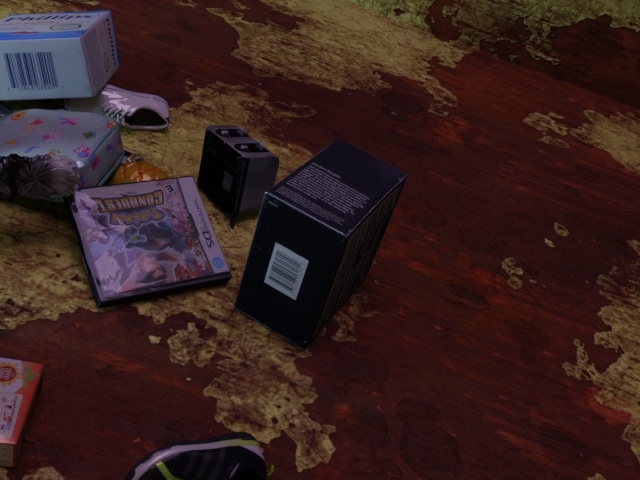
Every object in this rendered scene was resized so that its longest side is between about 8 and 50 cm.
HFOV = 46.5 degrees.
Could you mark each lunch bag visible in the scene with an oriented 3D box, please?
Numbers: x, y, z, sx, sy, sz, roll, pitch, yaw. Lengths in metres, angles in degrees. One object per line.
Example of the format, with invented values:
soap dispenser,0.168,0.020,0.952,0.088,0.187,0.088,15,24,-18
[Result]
lunch bag,-0.574,-0.176,1.561,0.279,0.107,0.224,5,43,11

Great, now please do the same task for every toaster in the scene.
toaster,-0.193,-0.155,1.705,0.110,0.185,0.168,-14,40,-40

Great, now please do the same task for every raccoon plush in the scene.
raccoon plush,-0.717,-0.140,1.429,0.447,0.216,0.299,-1,36,-30

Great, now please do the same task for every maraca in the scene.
maraca,-0.413,-0.125,1.624,0.186,0.099,0.127,10,19,14

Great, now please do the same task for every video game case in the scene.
video game case,-0.341,-0.006,1.485,0.275,0.035,0.248,-10,67,-34

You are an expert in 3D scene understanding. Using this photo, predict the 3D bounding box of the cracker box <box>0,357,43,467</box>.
cracker box,-0.554,0.244,1.116,0.233,0.067,0.155,12,38,-11

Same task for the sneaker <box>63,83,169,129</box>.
sneaker,-0.495,-0.325,1.839,0.258,0.094,0.091,-1,39,-25

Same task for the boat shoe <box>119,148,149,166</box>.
boat shoe,-0.456,-0.193,1.726,0.153,0.048,0.056,26,37,9

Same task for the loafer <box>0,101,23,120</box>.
loafer,-0.708,-0.266,1.704,0.170,0.062,0.061,23,44,21

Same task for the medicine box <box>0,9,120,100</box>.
medicine box,-0.649,-0.446,1.782,0.264,0.149,0.289,-3,28,0

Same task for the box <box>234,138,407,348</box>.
box,0.000,0.000,1.486,0.183,0.296,0.294,30,37,14

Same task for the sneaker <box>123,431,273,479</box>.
sneaker,-0.178,0.358,1.127,0.235,0.084,0.097,-8,46,-32
